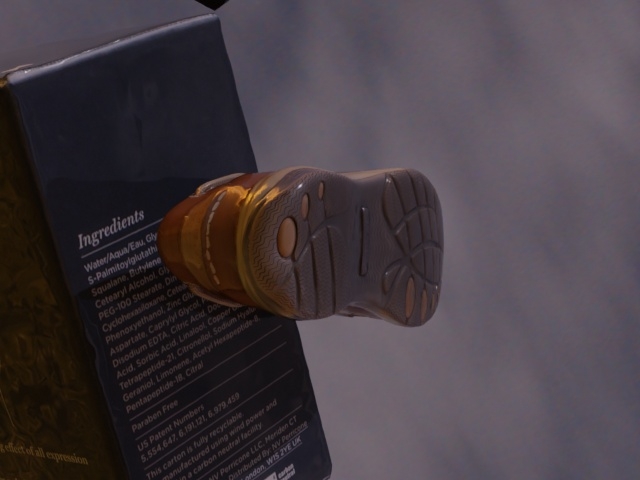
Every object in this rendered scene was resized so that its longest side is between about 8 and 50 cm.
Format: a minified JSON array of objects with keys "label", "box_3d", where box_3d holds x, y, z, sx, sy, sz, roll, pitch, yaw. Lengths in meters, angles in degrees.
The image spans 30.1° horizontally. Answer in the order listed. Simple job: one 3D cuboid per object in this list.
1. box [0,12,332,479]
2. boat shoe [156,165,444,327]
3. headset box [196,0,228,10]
[{"label":"box","box_3d":[-0.202,0.048,0.950,0.293,0.212,0.396,0,-69,40]},{"label":"boat shoe","box_3d":[0.000,0.000,0.863,0.116,0.324,0.123,3,-95,27]},{"label":"headset box","box_3d":[-0.064,-0.268,0.540,0.246,0.283,0.131,-36,-114,19]}]
